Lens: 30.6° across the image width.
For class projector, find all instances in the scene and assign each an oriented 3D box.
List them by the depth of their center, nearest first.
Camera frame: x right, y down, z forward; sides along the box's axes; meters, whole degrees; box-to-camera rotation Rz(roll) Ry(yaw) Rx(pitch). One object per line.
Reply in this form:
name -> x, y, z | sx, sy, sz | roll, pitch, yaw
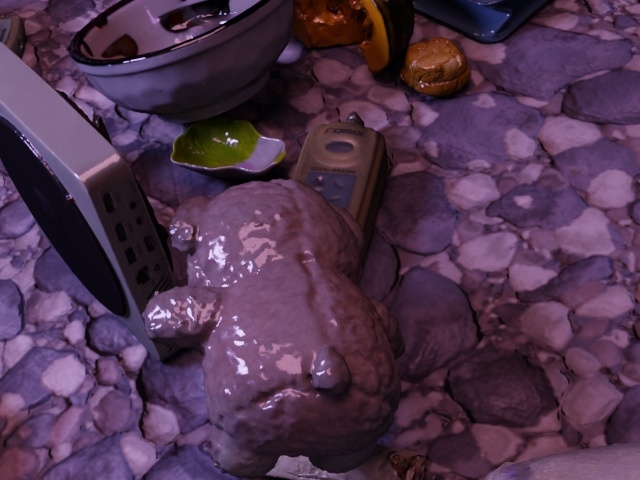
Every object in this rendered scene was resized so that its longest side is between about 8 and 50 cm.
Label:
projector -> -0.228, -0.040, 1.139 | 0.079, 0.257, 0.259 | -34, 50, -18

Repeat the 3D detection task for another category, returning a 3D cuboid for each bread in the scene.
bread -> 0.134, -0.202, 1.362 | 0.083, 0.046, 0.081 | 19, 48, 29

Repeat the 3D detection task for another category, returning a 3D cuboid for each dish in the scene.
dish -> -0.098, -0.092, 1.313 | 0.137, 0.039, 0.091 | 16, 49, 26
dish -> -0.144, -0.224, 1.366 | 0.303, 0.120, 0.303 | -16, 29, 9

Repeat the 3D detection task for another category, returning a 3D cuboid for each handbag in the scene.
handbag -> 0.190, -0.347, 1.480 | 0.179, 0.062, 0.229 | -37, 50, -26

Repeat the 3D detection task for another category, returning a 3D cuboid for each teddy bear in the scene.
teddy bear -> -0.032, 0.067, 0.989 | 0.236, 0.151, 0.267 | 4, 41, -28

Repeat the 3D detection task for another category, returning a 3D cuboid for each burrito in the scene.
burrito -> -0.001, 0.192, 1.024 | 0.185, 0.041, 0.045 | 6, 90, 16

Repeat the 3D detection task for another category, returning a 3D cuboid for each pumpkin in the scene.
pumpkin -> 0.050, -0.282, 1.407 | 0.107, 0.119, 0.183 | -31, 46, -31

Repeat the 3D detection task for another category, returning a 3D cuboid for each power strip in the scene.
power strip -> 0.000, 0.000, 1.187 | 0.092, 0.066, 0.388 | 5, 48, 13

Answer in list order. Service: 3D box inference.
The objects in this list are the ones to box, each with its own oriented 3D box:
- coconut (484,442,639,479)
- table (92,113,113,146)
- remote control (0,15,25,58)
coconut -> 0.201, 0.240, 0.786 | 0.227, 0.227, 0.230 | -36, 89, -21
table -> -0.277, -0.090, 1.318 | 0.070, 0.082, 0.083 | 1, 47, 12
remote control -> -0.510, -0.250, 1.553 | 0.233, 0.038, 0.098 | -4, 47, 7
